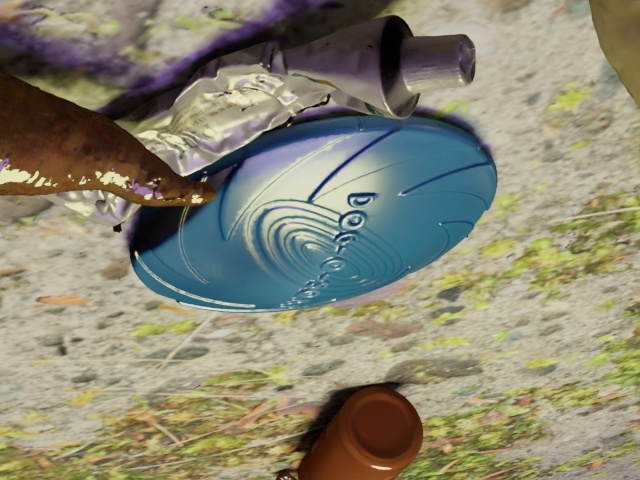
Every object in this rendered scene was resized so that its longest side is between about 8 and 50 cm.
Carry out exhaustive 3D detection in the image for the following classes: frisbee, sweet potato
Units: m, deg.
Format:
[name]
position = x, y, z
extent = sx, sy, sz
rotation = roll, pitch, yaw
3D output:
[frisbee]
position = 0.000, 0.000, 0.809
extent = 0.242, 0.045, 0.242
rotation = -12, 153, -6
[sweet potato]
position = -0.145, -0.047, 0.589
extent = 0.226, 0.068, 0.068
rotation = 12, 146, -26

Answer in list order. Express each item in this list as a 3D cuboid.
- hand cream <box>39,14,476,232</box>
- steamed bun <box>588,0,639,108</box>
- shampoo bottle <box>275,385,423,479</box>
[hand cream]
position = -0.040, -0.062, 0.655
extent = 0.257, 0.050, 0.084
rotation = -17, 155, 28
[steamed bun]
position = 0.299, -0.118, 0.517
extent = 0.372, 0.230, 0.325
rotation = 14, 140, -41
[shampoo bottle]
position = 0.023, 0.221, 1.229
extent = 0.085, 0.085, 0.244
rotation = -4, 154, -21
